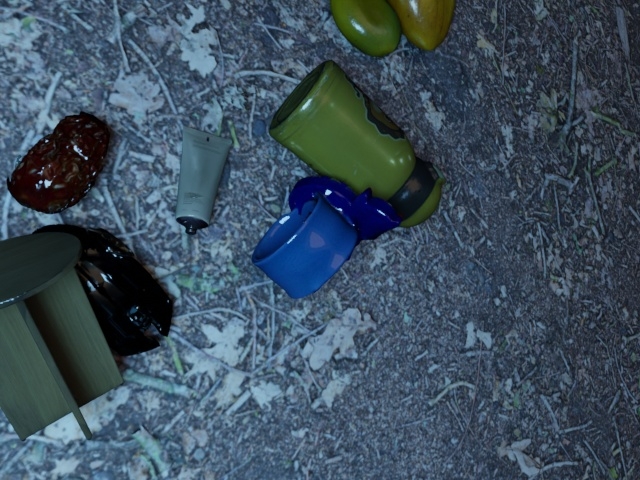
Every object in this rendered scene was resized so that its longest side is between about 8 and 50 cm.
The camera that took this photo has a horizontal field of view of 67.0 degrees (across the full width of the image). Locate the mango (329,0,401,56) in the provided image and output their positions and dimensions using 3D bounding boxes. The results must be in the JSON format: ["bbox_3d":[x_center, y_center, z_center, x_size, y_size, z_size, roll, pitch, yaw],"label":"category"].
[{"bbox_3d":[0.089,-0.469,1.019,0.191,0.085,0.122,37,75,-10],"label":"mango"}]

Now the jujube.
[{"bbox_3d":[-0.358,-0.109,0.682,0.104,0.104,0.165,38,65,-20],"label":"jujube"}]

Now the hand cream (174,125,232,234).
[{"bbox_3d":[-0.201,-0.099,0.805,0.087,0.054,0.186,14,69,-23],"label":"hand cream"}]

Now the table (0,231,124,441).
[{"bbox_3d":[-0.338,0.127,0.585,0.167,0.167,0.226,-27,123,-31],"label":"table"}]

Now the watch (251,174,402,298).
[{"bbox_3d":[-0.008,-0.002,0.821,0.171,0.196,0.200,41,57,-8],"label":"watch"}]

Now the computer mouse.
[{"bbox_3d":[-0.314,0.068,0.694,0.241,0.078,0.146,46,65,-16],"label":"computer mouse"}]

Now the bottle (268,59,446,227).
[{"bbox_3d":[0.087,-0.160,0.917,0.351,0.172,0.171,37,66,-23],"label":"bottle"}]

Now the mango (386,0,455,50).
[{"bbox_3d":[0.221,-0.557,1.079,0.187,0.138,0.256,8,81,-48],"label":"mango"}]
